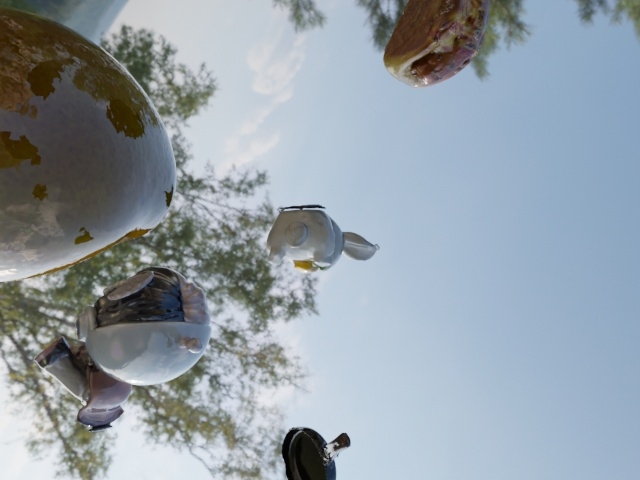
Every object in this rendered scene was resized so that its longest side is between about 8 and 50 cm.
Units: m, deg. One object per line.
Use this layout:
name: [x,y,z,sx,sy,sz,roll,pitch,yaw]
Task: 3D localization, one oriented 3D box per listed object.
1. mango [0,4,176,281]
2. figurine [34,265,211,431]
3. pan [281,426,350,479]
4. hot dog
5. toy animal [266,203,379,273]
mango: [-0.283,-0.092,0.617,0.221,0.378,0.264,-15,-97,20]
figurine: [-0.364,0.205,1.218,0.361,0.253,0.211,-41,-104,27]
pan: [0.002,0.305,0.864,0.212,0.040,0.115,-53,-126,48]
hot dog: [0.243,-0.421,1.193,0.153,0.150,0.257,33,-81,45]
toy animal: [-0.007,0.000,1.429,0.208,0.325,0.154,0,-91,39]
